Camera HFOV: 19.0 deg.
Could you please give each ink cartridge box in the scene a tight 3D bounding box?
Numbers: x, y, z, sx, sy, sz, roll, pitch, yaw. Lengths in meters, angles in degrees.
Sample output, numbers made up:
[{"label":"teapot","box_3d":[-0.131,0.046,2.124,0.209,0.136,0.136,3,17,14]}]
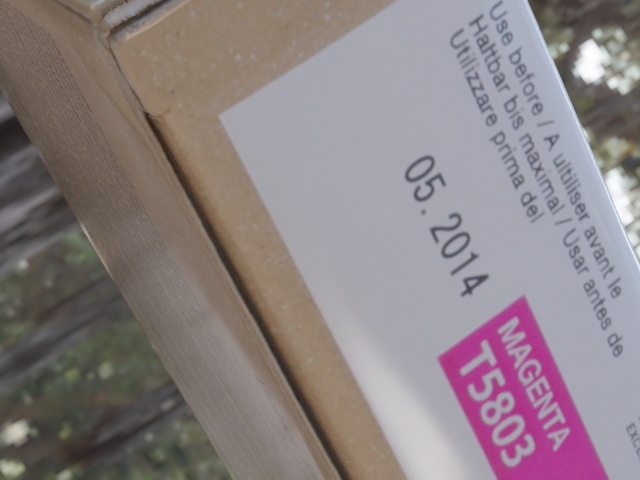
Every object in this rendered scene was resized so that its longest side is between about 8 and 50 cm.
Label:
[{"label":"ink cartridge box","box_3d":[0.000,0.000,0.491,0.193,0.088,0.235,36,-24,58]}]
